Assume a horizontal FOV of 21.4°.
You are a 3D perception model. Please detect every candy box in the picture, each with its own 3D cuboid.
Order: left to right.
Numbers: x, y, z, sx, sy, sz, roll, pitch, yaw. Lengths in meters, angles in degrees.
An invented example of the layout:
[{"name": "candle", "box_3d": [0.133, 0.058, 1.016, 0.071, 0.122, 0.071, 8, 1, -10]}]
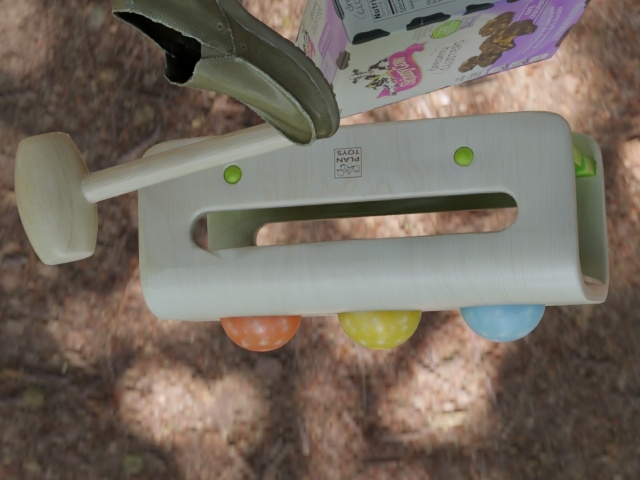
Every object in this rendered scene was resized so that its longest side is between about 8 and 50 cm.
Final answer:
[{"name": "candy box", "box_3d": [0.088, -0.166, 1.230, 0.196, 0.165, 0.070, -17, 78, -11]}]

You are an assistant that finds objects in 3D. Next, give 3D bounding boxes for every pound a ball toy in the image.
[{"name": "pound a ball toy", "box_3d": [0.000, 0.000, 1.027, 0.319, 0.208, 0.136, -4, 86, 18]}]

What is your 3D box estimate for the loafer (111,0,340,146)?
[{"name": "loafer", "box_3d": [-0.052, -0.093, 0.863, 0.148, 0.056, 0.050, 42, 71, -22]}]
